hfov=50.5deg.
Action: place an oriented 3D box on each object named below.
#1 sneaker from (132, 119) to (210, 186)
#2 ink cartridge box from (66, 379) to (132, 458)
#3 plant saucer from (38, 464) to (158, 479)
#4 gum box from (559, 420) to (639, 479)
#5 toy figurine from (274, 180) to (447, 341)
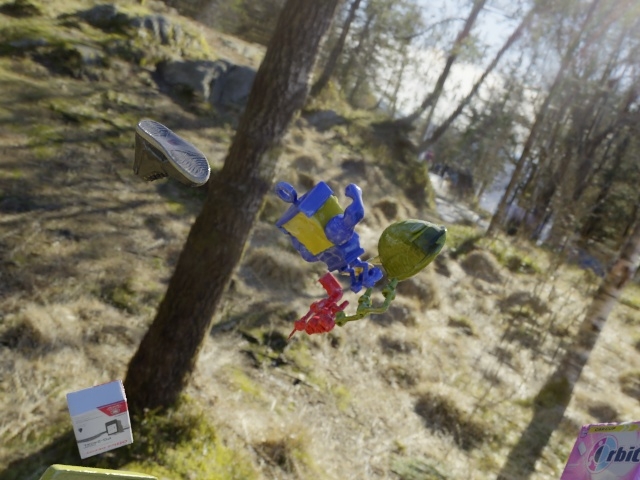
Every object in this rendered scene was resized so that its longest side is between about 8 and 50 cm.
[{"bbox_3d":[-0.321,-0.156,1.458,0.083,0.118,0.222,-18,49,-44],"label":"sneaker"},{"bbox_3d":[-0.449,0.366,1.388,0.109,0.150,0.063,-13,43,-21],"label":"ink cartridge box"},{"bbox_3d":[-0.349,0.381,0.935,0.045,0.188,0.188,38,2,37],"label":"plant saucer"},{"bbox_3d":[0.468,0.349,1.069,0.062,0.107,0.188,35,-24,-3],"label":"gum box"},{"bbox_3d":[0.000,0.000,1.027,0.217,0.191,0.362,50,-25,-4],"label":"toy figurine"}]
